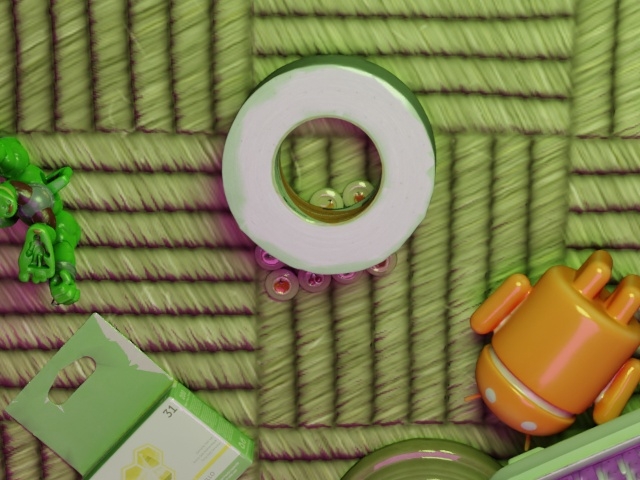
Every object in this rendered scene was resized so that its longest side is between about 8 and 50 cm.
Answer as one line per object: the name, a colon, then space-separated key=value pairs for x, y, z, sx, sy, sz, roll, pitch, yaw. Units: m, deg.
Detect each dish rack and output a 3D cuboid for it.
dish rack: x=0.347 y=0.257 z=1.884 sx=0.332 sy=0.072 sz=0.285 roll=-25 pitch=139 yaw=11

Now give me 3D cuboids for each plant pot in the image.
plant pot: x=0.120 y=0.346 z=1.958 sx=0.237 sy=0.110 sz=0.237 roll=1 pitch=109 yaw=2

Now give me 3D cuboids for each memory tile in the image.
memory tile: x=0.000 y=0.000 z=1.895 sx=0.148 sy=0.012 sz=0.113 roll=-15 pitch=107 yaw=8

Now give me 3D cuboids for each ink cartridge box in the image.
ink cartridge box: x=-0.214 y=0.217 z=1.963 sx=0.235 sy=0.056 sz=0.171 roll=40 pitch=107 yaw=-12

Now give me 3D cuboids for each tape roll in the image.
tape roll: x=0.010 y=-0.078 z=1.826 sx=0.219 sy=0.072 sz=0.219 roll=1 pitch=104 yaw=5

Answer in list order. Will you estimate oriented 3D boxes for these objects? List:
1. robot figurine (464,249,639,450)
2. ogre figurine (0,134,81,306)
robot figurine: x=0.250 y=0.116 z=1.860 sx=0.158 sy=0.128 sz=0.219 roll=25 pitch=111 yaw=-36
ogre figurine: x=-0.304 y=-0.033 z=1.846 sx=0.197 sy=0.118 sz=0.097 roll=38 pitch=111 yaw=-8
